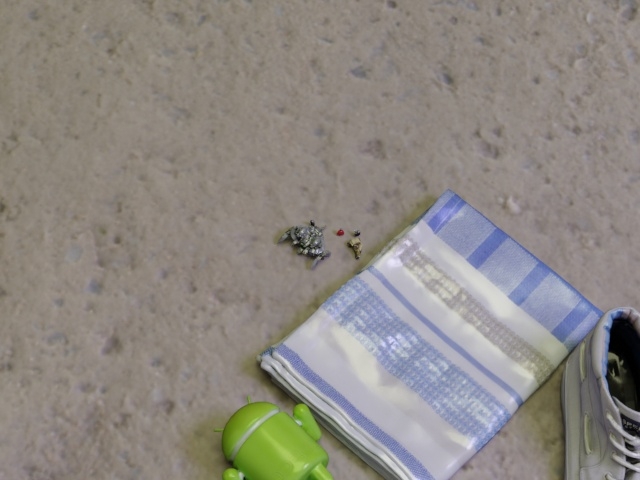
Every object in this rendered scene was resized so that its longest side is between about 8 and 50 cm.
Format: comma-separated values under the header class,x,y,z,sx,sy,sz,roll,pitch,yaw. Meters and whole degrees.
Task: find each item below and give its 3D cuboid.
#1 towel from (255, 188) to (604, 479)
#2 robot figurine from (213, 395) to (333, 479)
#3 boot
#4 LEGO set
class,x,y,z,sx,sy,sz,roll,pitch,yaw
towel,0.107,0.092,1.570,0.209,0.034,0.285,41,63,17
robot figurine,-0.039,0.190,1.472,0.115,0.067,0.101,41,71,18
boot,0.265,0.188,1.474,0.095,0.123,0.258,-1,59,-7
LEGO set,0.001,-0.002,1.621,0.083,0.023,0.054,-14,61,-14
